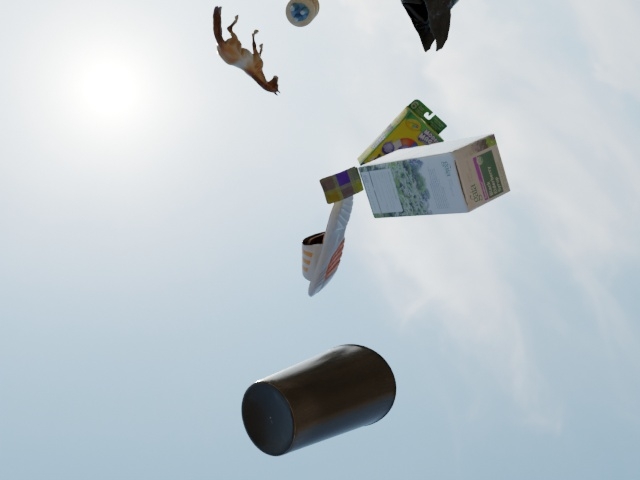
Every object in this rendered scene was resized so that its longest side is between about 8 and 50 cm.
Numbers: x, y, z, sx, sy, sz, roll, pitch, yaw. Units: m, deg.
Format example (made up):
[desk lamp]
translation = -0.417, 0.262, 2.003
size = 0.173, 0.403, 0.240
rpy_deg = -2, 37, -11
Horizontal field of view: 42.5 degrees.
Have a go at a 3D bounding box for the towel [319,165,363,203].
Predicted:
[towel]
translation = 0.043, -0.112, 1.666
size = 0.083, 0.009, 0.060
rpy_deg = -19, -109, 11

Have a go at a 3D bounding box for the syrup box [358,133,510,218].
[syrup box]
translation = 0.172, -0.097, 1.283
size = 0.096, 0.237, 0.093
rpy_deg = -25, -78, -32

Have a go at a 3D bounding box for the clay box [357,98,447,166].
[clay box]
translation = 0.217, -0.245, 2.124
size = 0.127, 0.222, 0.053
rpy_deg = 36, -162, -24

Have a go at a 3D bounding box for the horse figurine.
[horse figurine]
translation = -0.209, -0.508, 2.183
size = 0.263, 0.066, 0.174
rpy_deg = 30, -130, -47

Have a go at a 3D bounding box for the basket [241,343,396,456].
[basket]
translation = -0.015, 0.280, 1.434
size = 0.227, 0.204, 0.154
rpy_deg = -10, -96, -47

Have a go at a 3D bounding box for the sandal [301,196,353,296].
[sandal]
translation = 0.005, -0.004, 1.793
size = 0.076, 0.265, 0.102
rpy_deg = 26, -152, 20

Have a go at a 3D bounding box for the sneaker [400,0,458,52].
[sneaker]
translation = 0.140, -0.350, 1.116
size = 0.051, 0.170, 0.089
rpy_deg = 9, -132, 49

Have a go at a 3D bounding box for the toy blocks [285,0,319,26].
[toy blocks]
translation = -0.035, -0.439, 1.437
size = 0.054, 0.123, 0.148
rpy_deg = -2, -160, 6
